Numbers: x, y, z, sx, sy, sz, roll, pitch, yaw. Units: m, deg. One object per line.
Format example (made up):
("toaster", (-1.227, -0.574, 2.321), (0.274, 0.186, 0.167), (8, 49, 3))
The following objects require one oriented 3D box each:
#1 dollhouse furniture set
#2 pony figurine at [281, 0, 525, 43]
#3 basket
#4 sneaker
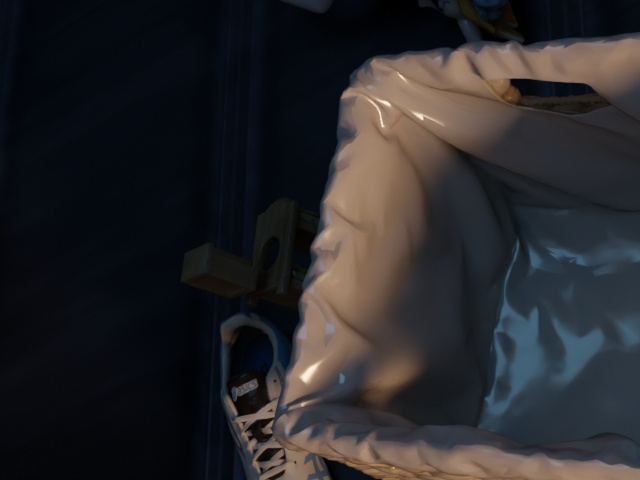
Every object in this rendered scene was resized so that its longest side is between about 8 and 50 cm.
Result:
("dollhouse furniture set", (0.000, 0.000, 1.271), (0.161, 0.181, 0.101), (-21, 55, 49))
("pony figurine", (0.070, -0.368, 1.408), (0.363, 0.302, 0.351), (21, 113, 36))
("basket", (0.189, 0.044, 1.091), (0.328, 0.266, 0.331), (0, 69, 35))
("sneaker", (-0.050, 0.174, 1.314), (0.085, 0.086, 0.237), (-29, 56, 19))
